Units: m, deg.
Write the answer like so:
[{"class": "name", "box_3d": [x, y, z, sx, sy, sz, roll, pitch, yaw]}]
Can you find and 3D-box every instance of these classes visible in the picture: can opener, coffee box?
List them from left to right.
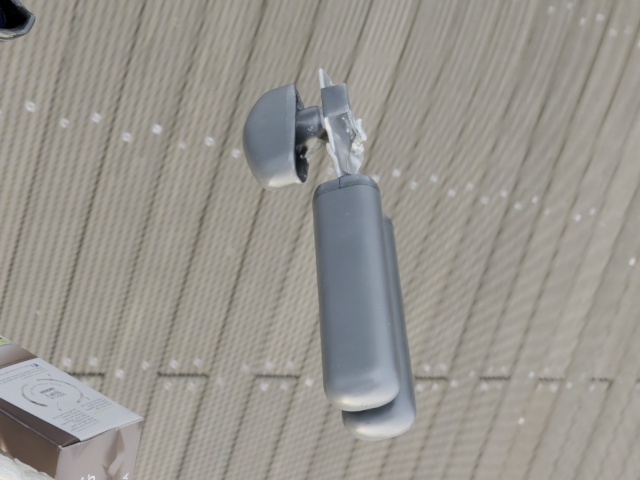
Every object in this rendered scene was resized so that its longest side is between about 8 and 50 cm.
[{"class": "coffee box", "box_3d": [-0.346, 0.217, 1.127, 0.119, 0.297, 0.168, -11, 118, -55]}, {"class": "can opener", "box_3d": [0.000, 0.000, 0.696, 0.095, 0.283, 0.076, -13, 140, 12]}]

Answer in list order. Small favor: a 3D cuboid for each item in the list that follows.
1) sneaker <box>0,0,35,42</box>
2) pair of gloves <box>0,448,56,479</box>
[{"class": "sneaker", "box_3d": [-0.397, -0.291, 1.094, 0.232, 0.090, 0.081, 43, 58, -50]}, {"class": "pair of gloves", "box_3d": [-0.278, 0.098, 0.627, 0.204, 0.240, 0.042, 39, 69, -34]}]
